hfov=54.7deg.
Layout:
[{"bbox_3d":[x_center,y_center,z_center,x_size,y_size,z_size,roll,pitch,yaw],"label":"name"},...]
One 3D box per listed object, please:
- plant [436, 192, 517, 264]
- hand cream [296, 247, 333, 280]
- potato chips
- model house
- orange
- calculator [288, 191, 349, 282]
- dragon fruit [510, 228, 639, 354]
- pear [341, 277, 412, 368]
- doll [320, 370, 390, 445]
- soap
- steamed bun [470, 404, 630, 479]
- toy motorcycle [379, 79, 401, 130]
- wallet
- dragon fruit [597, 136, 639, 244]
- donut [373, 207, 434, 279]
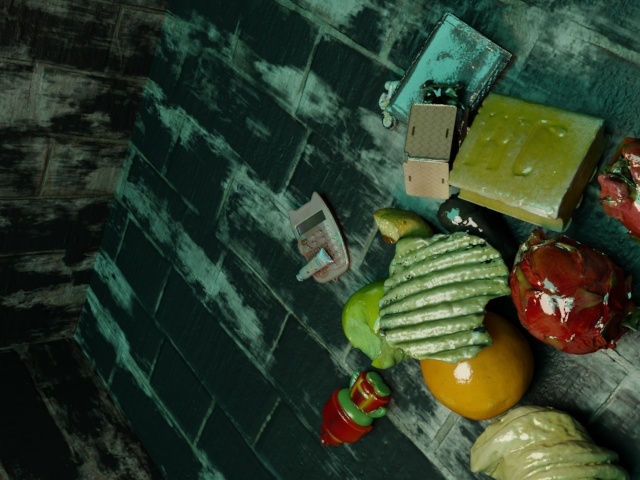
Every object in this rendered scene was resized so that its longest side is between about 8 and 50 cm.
[{"bbox_3d":[0.451,-0.031,1.791,0.256,0.164,0.142,47,127,15],"label":"plant"},{"bbox_3d":[-0.026,0.095,2.273,0.065,0.043,0.170,51,125,2],"label":"hand cream"},{"bbox_3d":[0.313,0.155,1.714,0.389,0.097,0.373,5,66,40],"label":"potato chips"},{"bbox_3d":[0.334,-0.274,1.759,0.169,0.244,0.326,11,115,18],"label":"model house"},{"bbox_3d":[0.437,0.345,1.740,0.312,0.312,0.312,4,97,43],"label":"orange"},{"bbox_3d":[0.000,0.000,2.290,0.220,0.048,0.330,-30,76,39],"label":"calculator"},{"bbox_3d":[0.627,0.136,1.560,0.342,0.277,0.277,30,115,16],"label":"dragon fruit"},{"bbox_3d":[0.171,0.252,2.023,0.282,0.176,0.286,30,128,53],"label":"pear"},{"bbox_3d":[0.098,0.609,2.168,0.182,0.160,0.363,50,125,26],"label":"doll"},{"bbox_3d":[0.544,-0.212,1.644,0.335,0.156,0.293,28,86,36],"label":"soap"},{"bbox_3d":[0.590,0.609,1.623,0.372,0.230,0.325,30,133,17],"label":"steamed bun"},{"bbox_3d":[0.260,-0.457,1.988,0.228,0.074,0.151,-33,76,49],"label":"toy motorcycle"},{"bbox_3d":[0.372,-0.470,1.836,0.237,0.075,0.342,33,120,2],"label":"wallet"},{"bbox_3d":[0.788,-0.121,1.422,0.305,0.225,0.305,1,92,42],"label":"dragon fruit"},{"bbox_3d":[0.299,0.017,1.929,0.295,0.151,0.112,64,169,-19],"label":"donut"}]
